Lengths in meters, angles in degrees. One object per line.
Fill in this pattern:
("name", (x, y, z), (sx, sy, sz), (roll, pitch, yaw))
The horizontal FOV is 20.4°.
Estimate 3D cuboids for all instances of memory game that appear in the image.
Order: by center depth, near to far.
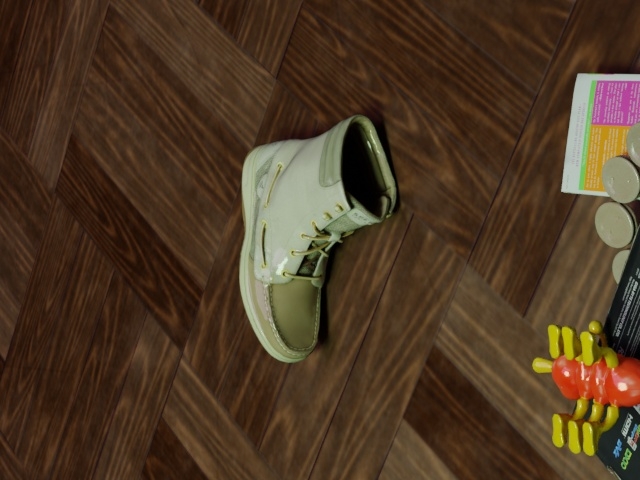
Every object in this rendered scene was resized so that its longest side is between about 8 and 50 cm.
("memory game", (0.276, -0.007, 1.292), (0.186, 0.012, 0.186), (22, 121, 42))

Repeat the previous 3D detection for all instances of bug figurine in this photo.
("bug figurine", (0.227, 0.195, 1.224), (0.216, 0.072, 0.279), (18, 114, 53))

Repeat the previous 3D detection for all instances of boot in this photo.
("boot", (0.000, 0.000, 1.645), (0.165, 0.077, 0.213), (-15, 76, 50))

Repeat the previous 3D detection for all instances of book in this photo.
("book", (0.249, -0.078, 1.345), (0.144, 0.035, 0.096), (9, 97, 51))

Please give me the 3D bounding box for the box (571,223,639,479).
("box", (0.306, 0.117, 1.189), (0.293, 0.073, 0.295), (51, 144, 37))
